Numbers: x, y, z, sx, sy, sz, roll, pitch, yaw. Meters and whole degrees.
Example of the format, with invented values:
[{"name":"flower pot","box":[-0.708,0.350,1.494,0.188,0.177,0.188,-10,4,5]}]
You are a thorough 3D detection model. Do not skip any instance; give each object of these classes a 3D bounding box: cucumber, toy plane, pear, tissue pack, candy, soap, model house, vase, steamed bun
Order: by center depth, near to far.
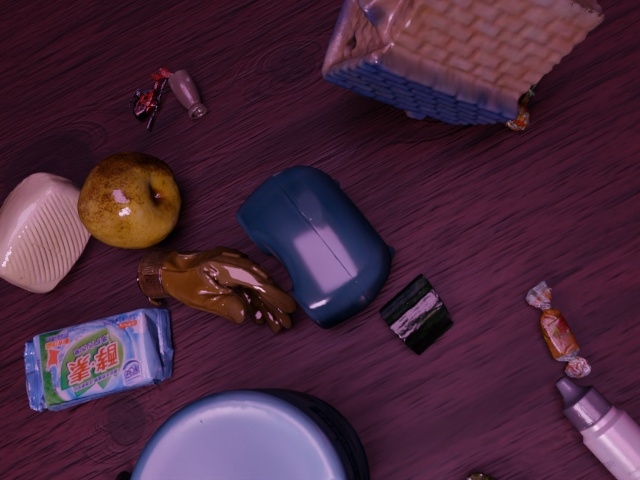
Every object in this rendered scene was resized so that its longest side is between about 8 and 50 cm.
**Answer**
[{"name":"candy","box":[0.429,0.164,1.132,0.053,0.046,0.182,-22,79,-1]},{"name":"model house","box":[0.178,-0.440,1.136,0.394,0.400,0.446,7,54,-26]},{"name":"tissue pack","box":[0.000,0.000,1.154,0.206,0.198,0.287,-39,72,-1]},{"name":"cucumber","box":[0.183,0.138,1.167,0.115,0.062,0.116,-41,73,0]},{"name":"soap","box":[-0.435,0.233,1.220,0.293,0.077,0.156,-16,74,4]},{"name":"pear","box":[-0.384,-0.077,1.238,0.197,0.197,0.197,-2,76,8]},{"name":"candy","box":[0.425,-0.300,1.259,0.055,0.049,0.185,36,75,-15]},{"name":"steamed bun","box":[-0.582,-0.025,1.269,0.152,0.170,0.239,22,80,33]},{"name":"vase","box":[-0.287,-0.317,1.353,0.053,0.053,0.101,-30,78,0]},{"name":"toy plane","box":[-0.375,-0.318,1.374,0.060,0.037,0.145,22,81,9]}]

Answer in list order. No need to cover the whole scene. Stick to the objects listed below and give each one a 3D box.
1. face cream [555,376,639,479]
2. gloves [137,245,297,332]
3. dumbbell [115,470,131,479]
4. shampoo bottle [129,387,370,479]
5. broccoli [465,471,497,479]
[{"name":"face cream","box":[0.516,0.356,1.046,0.092,0.092,0.311,-40,75,-3]},{"name":"gloves","box":[-0.192,0.081,1.189,0.331,0.154,0.141,10,79,18]},{"name":"dumbbell","box":[-0.344,0.467,1.152,0.147,0.069,0.069,4,76,10]},{"name":"shampoo bottle","box":[-0.095,0.405,0.991,0.331,0.343,0.331,-2,76,8]},{"name":"broccoli","box":[0.259,0.478,1.034,0.162,0.138,0.146,-53,40,3]}]
